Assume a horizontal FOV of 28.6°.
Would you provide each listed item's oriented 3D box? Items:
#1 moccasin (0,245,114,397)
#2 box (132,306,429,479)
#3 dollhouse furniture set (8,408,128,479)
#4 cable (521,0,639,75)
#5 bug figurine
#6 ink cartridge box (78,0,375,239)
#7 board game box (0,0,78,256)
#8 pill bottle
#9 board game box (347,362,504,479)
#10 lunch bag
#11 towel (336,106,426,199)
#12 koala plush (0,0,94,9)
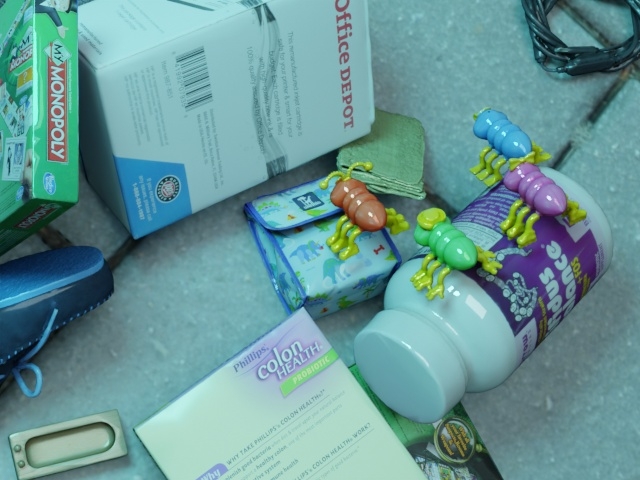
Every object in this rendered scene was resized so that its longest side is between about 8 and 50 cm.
[{"bbox_3d":[-0.362,0.113,1.262,0.342,0.137,0.116,-23,110,-3],"label":"moccasin"},{"bbox_3d":[-0.040,0.232,1.307,0.213,0.117,0.243,-36,89,-13],"label":"box"},{"bbox_3d":[-0.224,0.248,1.259,0.144,0.123,0.151,-11,80,-19],"label":"dollhouse furniture set"},{"bbox_3d":[0.345,-0.288,1.615,0.185,0.047,0.150,-14,76,-17],"label":"cable"},{"bbox_3d":[0.148,-0.052,1.332,0.279,0.072,0.216,-27,42,-19],"label":"bug figurine"},{"bbox_3d":[-0.107,-0.173,1.338,0.307,0.223,0.129,-26,46,-21],"label":"ink cartridge box"},{"bbox_3d":[-0.313,-0.100,1.218,0.046,0.317,0.213,6,74,-31],"label":"board game box"},{"bbox_3d":[0.177,0.060,1.381,0.169,0.169,0.301,49,59,0],"label":"pill bottle"},{"bbox_3d":[0.118,0.243,1.415,0.136,0.030,0.259,-27,85,-19],"label":"board game box"},{"bbox_3d":[0.000,0.000,1.411,0.129,0.096,0.151,-19,63,-19],"label":"lunch bag"},{"bbox_3d":[0.070,-0.105,1.458,0.110,0.027,0.148,15,41,-11],"label":"towel"},{"bbox_3d":[-0.276,-0.286,1.354,0.221,0.196,0.203,-39,125,-27],"label":"koala plush"}]
